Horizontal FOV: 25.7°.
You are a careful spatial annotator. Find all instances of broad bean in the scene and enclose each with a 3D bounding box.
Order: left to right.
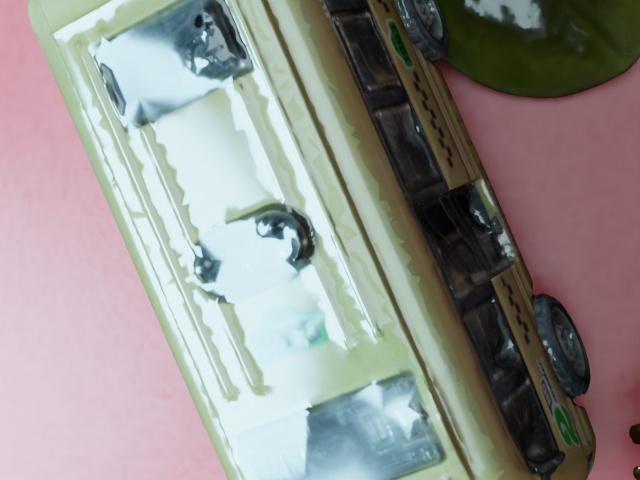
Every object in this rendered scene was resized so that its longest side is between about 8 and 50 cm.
[{"bbox_3d":[0.105,-0.178,0.809,0.153,0.072,0.206,-22,91,25],"label":"broad bean"}]

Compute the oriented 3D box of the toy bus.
[{"bbox_3d":[0.000,0.000,0.749,0.177,0.202,0.365,-24,89,23],"label":"toy bus"}]

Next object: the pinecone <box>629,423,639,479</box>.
[{"bbox_3d":[0.258,0.139,0.743,0.212,0.169,0.185,50,139,9],"label":"pinecone"}]
